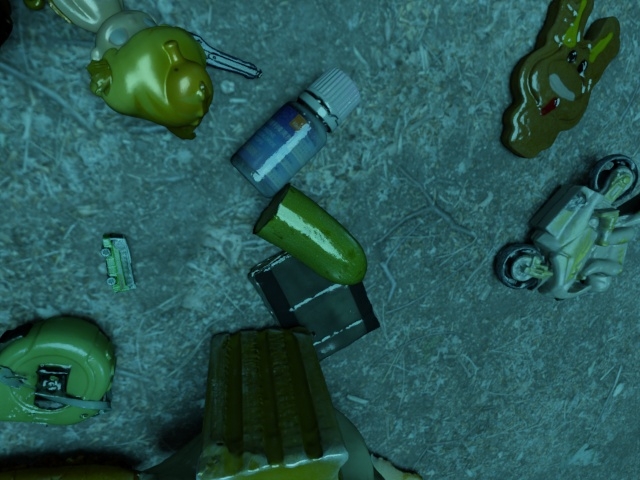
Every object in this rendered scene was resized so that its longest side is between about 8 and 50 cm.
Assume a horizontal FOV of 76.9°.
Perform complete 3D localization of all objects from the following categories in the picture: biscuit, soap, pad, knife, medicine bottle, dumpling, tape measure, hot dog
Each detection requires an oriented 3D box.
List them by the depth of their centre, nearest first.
[{"bbox_3d":[-0.138,-0.251,0.553,0.121,0.018,0.031,13,103,-24],"label":"knife"},{"bbox_3d":[-0.372,0.185,0.563,0.177,0.087,0.154,19,98,-26],"label":"tape measure"},{"bbox_3d":[-0.072,0.229,0.568,0.173,0.274,0.089,-3,109,-10],"label":"soap"},{"bbox_3d":[-0.032,-0.157,0.583,0.203,0.083,0.083,-44,115,-4],"label":"medicine bottle"},{"bbox_3d":[-0.069,0.354,0.603,0.394,0.315,0.233,9,70,-6],"label":"dumpling"},{"bbox_3d":[-0.394,0.374,0.619,0.249,0.076,0.102,12,137,-21],"label":"hot dog"},{"bbox_3d":[-0.003,0.107,0.706,0.174,0.022,0.233,-28,114,-9],"label":"pad"},{"bbox_3d":[0.434,-0.290,0.731,0.185,0.044,0.295,22,97,-22],"label":"biscuit"}]

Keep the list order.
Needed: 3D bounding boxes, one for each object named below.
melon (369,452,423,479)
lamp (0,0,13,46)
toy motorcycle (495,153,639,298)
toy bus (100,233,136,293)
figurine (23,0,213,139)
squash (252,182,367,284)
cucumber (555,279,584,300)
[{"bbox_3d":[0.141,0.525,0.868,0.182,0.054,0.098,37,85,-25],"label":"melon"},{"bbox_3d":[-0.401,-0.265,0.336,0.305,0.240,0.306,-2,72,5],"label":"lamp"},{"bbox_3d":[0.530,0.002,0.811,0.223,0.108,0.341,40,97,-10],"label":"toy motorcycle"},{"bbox_3d":[-0.290,0.032,0.577,0.037,0.031,0.084,-10,109,-24],"label":"toy bus"},{"bbox_3d":[-0.228,-0.229,0.477,0.246,0.131,0.156,50,54,-11],"label":"figurine"},{"bbox_3d":[0.000,0.000,0.619,0.188,0.095,0.095,34,93,-15],"label":"squash"},{"bbox_3d":[0.549,0.096,0.885,0.105,0.048,0.048,-37,114,-3],"label":"cucumber"}]
